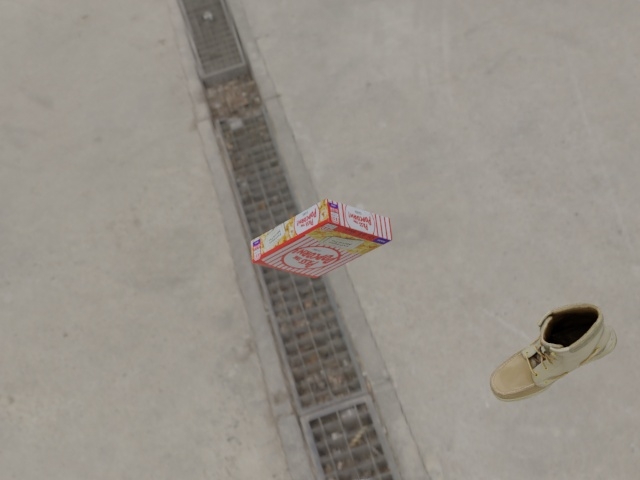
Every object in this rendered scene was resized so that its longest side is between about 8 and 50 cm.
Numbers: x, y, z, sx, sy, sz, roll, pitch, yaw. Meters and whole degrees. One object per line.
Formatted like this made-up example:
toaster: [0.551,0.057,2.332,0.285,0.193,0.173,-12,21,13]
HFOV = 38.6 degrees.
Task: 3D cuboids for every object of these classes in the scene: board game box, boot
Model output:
board game box: [0.000,0.000,1.530,0.193,0.147,0.045,-28,58,42]
boot: [0.419,0.209,1.705,0.262,0.203,0.095,-27,64,13]

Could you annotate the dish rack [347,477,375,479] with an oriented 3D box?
dish rack: [-0.039,0.387,1.081,0.272,0.074,0.208,-4,70,-4]
